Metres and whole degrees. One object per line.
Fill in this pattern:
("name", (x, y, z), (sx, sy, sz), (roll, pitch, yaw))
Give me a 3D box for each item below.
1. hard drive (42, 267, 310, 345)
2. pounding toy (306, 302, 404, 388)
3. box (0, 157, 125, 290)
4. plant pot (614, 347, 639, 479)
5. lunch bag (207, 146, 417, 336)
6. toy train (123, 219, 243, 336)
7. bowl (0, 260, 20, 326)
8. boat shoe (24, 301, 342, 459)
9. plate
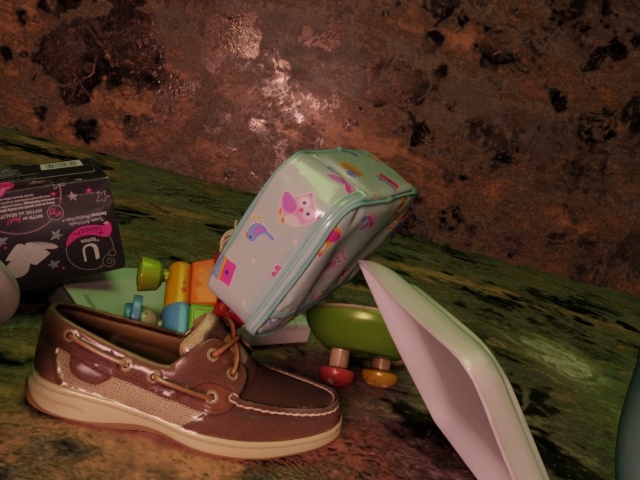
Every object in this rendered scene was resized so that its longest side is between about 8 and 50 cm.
("hard drive", (-0.219, 0.103, 0.841), (0.353, 0.047, 0.233), (5, 15, -42))
("pounding toy", (0.063, 0.175, 0.807), (0.183, 0.110, 0.237), (9, -18, 6))
("box", (-0.425, -0.019, 0.742), (0.247, 0.142, 0.163), (-13, 24, -27))
("plant pot", (0.413, 0.238, 0.501), (0.272, 0.255, 0.271), (15, 10, -3))
("lunch bag", (0.000, 0.000, 0.667), (0.108, 0.224, 0.279), (41, 23, 16))
("toy train", (-0.183, 0.049, 0.724), (0.143, 0.105, 0.248), (10, 42, -19))
("bowl", (-0.372, 0.083, 0.345), (0.298, 0.134, 0.298), (-6, -28, -3))
("boat shoe", (-0.131, 0.139, 0.577), (0.342, 0.123, 0.123), (14, 11, -7))
("plate", (0.149, 0.164, 0.568), (0.045, 0.278, 0.277), (-29, 20, -6))
